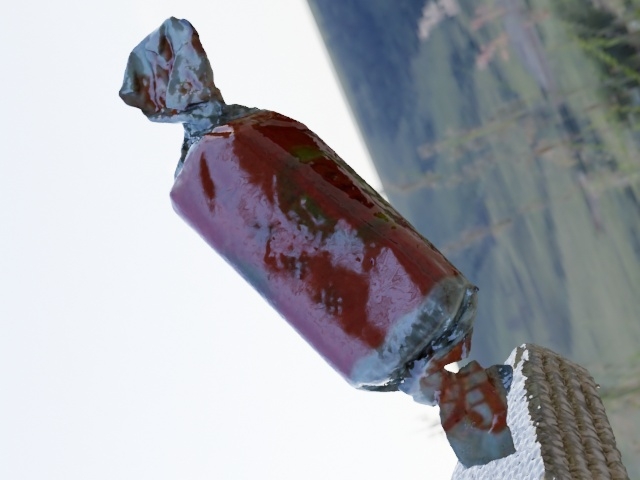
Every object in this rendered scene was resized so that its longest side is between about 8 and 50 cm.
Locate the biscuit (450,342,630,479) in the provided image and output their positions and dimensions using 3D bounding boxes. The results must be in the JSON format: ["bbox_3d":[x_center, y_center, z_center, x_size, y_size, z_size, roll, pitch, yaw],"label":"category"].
[{"bbox_3d":[0.144,0.187,0.946,0.078,0.144,0.426,27,-168,0],"label":"biscuit"}]

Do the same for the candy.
[{"bbox_3d":[-0.001,0.001,0.725,0.292,0.086,0.059,44,-165,10],"label":"candy"}]
